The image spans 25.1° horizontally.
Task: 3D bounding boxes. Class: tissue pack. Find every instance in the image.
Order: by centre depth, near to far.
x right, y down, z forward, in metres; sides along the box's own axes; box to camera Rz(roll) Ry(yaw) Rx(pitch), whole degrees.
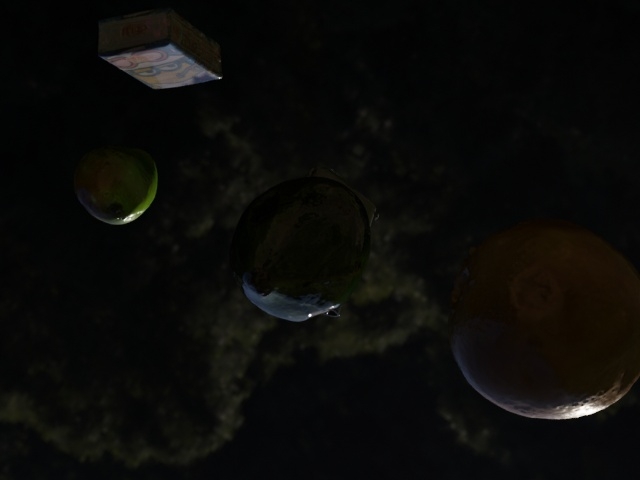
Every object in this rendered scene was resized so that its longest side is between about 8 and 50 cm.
[{"bbox_3d":[-0.218,-0.263,1.968,0.115,0.065,0.155,-7,164,21],"label":"tissue pack"}]

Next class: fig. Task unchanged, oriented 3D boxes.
[{"bbox_3d":[-0.040,0.013,1.874,0.195,0.195,0.245,37,-157,19],"label":"fig"}]

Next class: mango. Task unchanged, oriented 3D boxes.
[{"bbox_3d":[-0.315,-0.094,2.233,0.125,0.111,0.233,60,-165,-17],"label":"mango"}]

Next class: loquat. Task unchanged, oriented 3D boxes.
[{"bbox_3d":[0.361,0.125,2.271,0.328,0.328,0.328,30,-165,-9],"label":"loquat"}]

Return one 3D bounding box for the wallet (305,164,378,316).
[{"bbox_3d":[0.000,0.000,2.489,0.170,0.231,0.069,36,151,-26],"label":"wallet"}]
